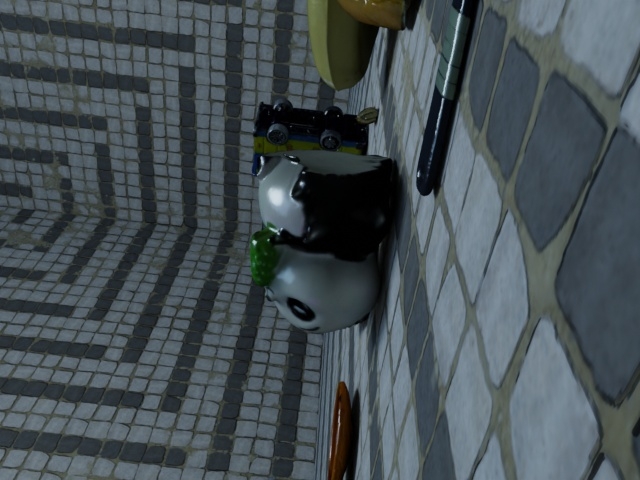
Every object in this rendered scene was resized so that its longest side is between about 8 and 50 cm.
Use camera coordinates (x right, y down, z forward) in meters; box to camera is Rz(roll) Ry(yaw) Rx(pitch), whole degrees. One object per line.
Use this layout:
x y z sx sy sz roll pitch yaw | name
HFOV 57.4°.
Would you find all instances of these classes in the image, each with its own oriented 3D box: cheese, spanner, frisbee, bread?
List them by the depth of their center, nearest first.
0.112 -0.181 0.471 0.087 0.024 0.316 -97 13 -63 | spanner
0.077 -0.415 0.872 0.252 0.132 0.174 -83 2 -65 | bread
0.038 0.341 1.006 0.192 0.035 0.192 -173 90 -90 | frisbee
0.049 -0.465 1.081 0.316 0.128 0.260 75 -156 -54 | cheese
0.102 -0.269 1.267 0.083 0.046 0.036 -77 -36 -80 | bread

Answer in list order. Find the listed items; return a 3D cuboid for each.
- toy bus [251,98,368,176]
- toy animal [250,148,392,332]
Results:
-0.028 -0.247 1.510 0.175 0.287 0.138 98 178 -46 | toy bus
-0.008 0.002 0.852 0.212 0.212 0.267 -86 6 -75 | toy animal
